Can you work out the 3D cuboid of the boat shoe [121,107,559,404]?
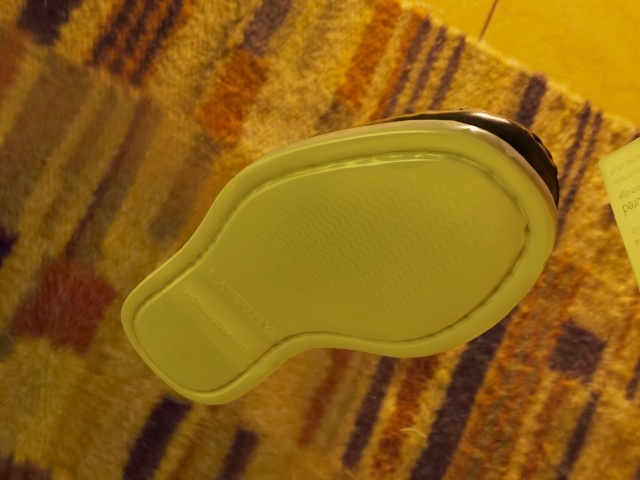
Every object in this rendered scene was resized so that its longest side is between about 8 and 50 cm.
[{"bbox_3d":[0.000,0.000,0.444,0.114,0.302,0.091,52,52,-13],"label":"boat shoe"}]

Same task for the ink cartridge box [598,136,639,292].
[{"bbox_3d":[0.350,0.066,0.639,0.119,0.207,0.353,-8,75,-27],"label":"ink cartridge box"}]
